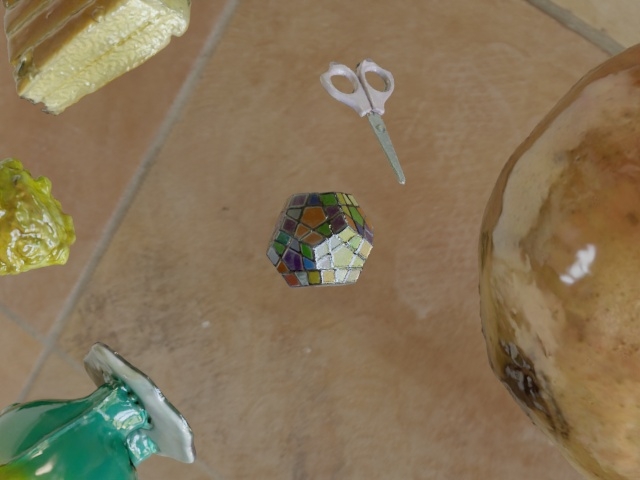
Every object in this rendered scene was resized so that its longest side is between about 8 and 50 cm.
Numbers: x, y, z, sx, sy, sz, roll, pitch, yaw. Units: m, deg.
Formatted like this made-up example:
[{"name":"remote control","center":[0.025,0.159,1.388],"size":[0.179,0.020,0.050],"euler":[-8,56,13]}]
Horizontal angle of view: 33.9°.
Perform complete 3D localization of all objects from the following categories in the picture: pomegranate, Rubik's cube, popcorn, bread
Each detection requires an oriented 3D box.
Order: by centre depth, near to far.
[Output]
[{"name":"pomegranate","center":[0.253,0.027,0.674],"size":[0.322,0.322,0.322],"euler":[3,99,19]},{"name":"Rubik's cube","center":[0.000,0.000,1.040],"size":[0.111,0.111,0.093],"euler":[-3,88,20]},{"name":"bread","center":[-0.297,-0.310,1.355],"size":[0.246,0.111,0.239],"euler":[-29,51,20]},{"name":"popcorn","center":[-0.458,-0.026,1.542],"size":[0.197,0.197,0.155],"euler":[44,95,9]}]

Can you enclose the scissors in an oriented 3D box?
[{"name":"scissors","center":[0.067,-0.145,1.267],"size":[0.015,0.100,0.189],"euler":[-58,46,52]}]

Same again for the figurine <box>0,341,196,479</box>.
[{"name":"figurine","center":[-0.318,0.297,1.172],"size":[0.231,0.340,0.323],"euler":[33,148,20]}]
